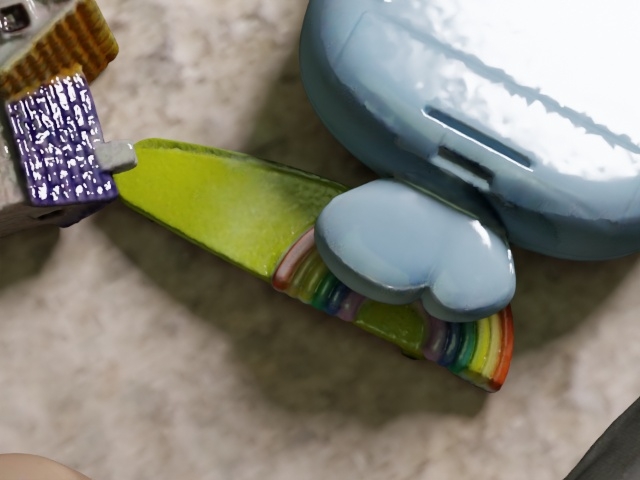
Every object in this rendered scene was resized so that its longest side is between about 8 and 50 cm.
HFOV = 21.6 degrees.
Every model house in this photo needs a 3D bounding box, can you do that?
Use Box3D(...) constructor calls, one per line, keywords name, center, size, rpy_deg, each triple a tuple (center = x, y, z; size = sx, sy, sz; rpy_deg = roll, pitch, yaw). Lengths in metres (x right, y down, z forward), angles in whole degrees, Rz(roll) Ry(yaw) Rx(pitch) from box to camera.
Box3D(name="model house", center=(-0.130, -0.055, 0.695), size=(0.100, 0.088, 0.100), rpy_deg=(-15, 79, -3))

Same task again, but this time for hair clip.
Box3D(name="hair clip", center=(0.000, 0.000, 0.708), size=(0.188, 0.033, 0.060), rpy_deg=(23, 73, 6))

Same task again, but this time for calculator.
Box3D(name="calculator", center=(0.098, -0.098, 0.718), size=(0.188, 0.042, 0.302), rpy_deg=(28, 68, 2))

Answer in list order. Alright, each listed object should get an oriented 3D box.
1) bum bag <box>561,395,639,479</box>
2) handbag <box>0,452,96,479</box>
Box3D(name="bum bag", center=(0.148, 0.113, 0.658), size=(0.326, 0.079, 0.142), rpy_deg=(-37, 85, -13))
Box3D(name="handbag", center=(-0.174, 0.185, 0.526), size=(0.302, 0.283, 0.149), rpy_deg=(-25, 78, -7))
